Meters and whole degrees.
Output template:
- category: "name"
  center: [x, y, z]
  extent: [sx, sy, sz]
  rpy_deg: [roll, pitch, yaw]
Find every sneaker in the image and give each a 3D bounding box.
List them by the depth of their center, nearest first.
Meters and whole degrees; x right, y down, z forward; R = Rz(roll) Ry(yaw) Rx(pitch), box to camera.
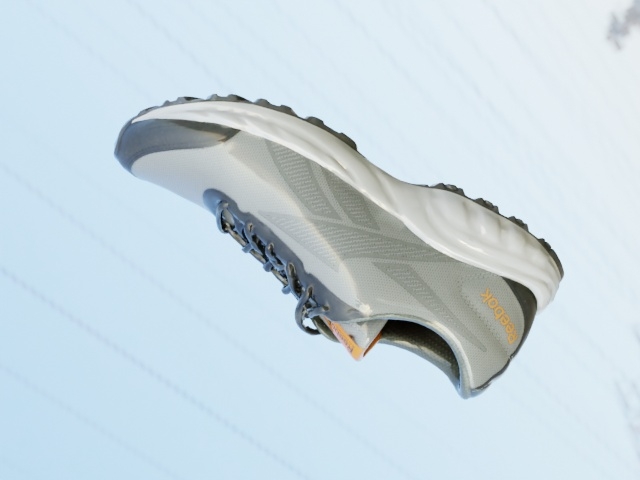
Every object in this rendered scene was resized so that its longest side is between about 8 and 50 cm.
- category: "sneaker"
  center: [0.000, 0.000, 0.912]
  extent: [0.271, 0.108, 0.100]
  rpy_deg: [25, 163, 6]
